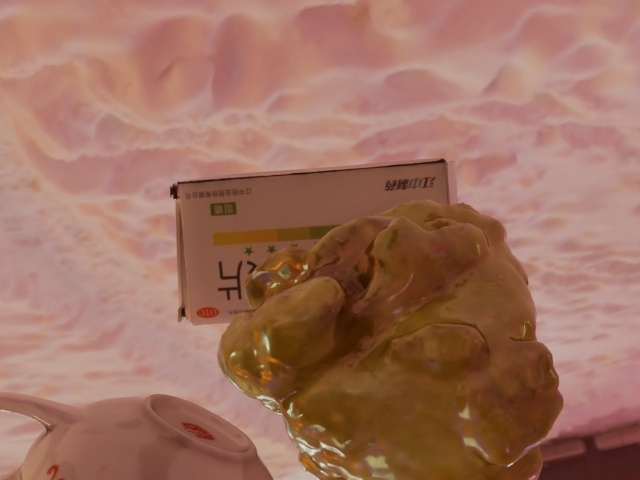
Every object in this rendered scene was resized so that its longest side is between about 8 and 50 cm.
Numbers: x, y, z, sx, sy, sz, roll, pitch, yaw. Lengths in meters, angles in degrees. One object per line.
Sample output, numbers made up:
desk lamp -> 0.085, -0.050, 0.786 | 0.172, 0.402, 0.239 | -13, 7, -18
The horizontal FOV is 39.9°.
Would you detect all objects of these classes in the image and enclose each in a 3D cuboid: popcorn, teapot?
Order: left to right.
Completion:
teapot -> -0.106, 0.148, 0.518 | 0.246, 0.116, 0.159 | 24, -165, -7
popcorn -> 0.067, 0.083, 0.706 | 0.235, 0.241, 0.250 | -32, -173, 26

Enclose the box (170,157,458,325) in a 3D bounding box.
box -> -0.003, 0.000, 1.048 | 0.333, 0.173, 0.145 | -4, -176, 9
